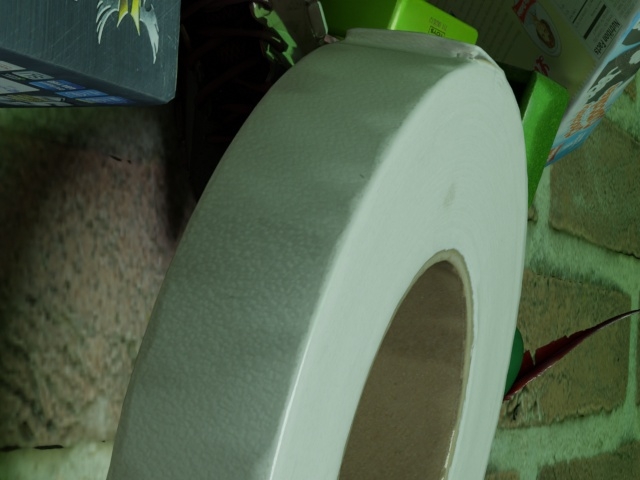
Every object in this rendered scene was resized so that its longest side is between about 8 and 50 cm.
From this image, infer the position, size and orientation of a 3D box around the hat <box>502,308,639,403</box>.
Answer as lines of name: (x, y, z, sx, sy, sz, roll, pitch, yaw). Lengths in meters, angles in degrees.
hat: (0.142, 0.098, 1.208, 0.173, 0.183, 0.209, 61, 36, -52)

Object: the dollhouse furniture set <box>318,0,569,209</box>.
dollhouse furniture set: (0.000, 0.000, 1.007, 0.197, 0.151, 0.302, 19, 91, -47)

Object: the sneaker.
sneaker: (-0.063, -0.114, 0.811, 0.162, 0.106, 0.281, 5, 76, -64)

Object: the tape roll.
tape roll: (0.012, 0.095, 0.782, 0.392, 0.072, 0.392, 12, 90, -71)

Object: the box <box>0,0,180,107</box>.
box: (-0.166, -0.076, 0.413, 0.232, 0.183, 0.059, 13, 80, -69)

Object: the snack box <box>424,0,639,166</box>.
snack box: (0.138, -0.178, 1.047, 0.187, 0.060, 0.322, 57, -14, 11)
